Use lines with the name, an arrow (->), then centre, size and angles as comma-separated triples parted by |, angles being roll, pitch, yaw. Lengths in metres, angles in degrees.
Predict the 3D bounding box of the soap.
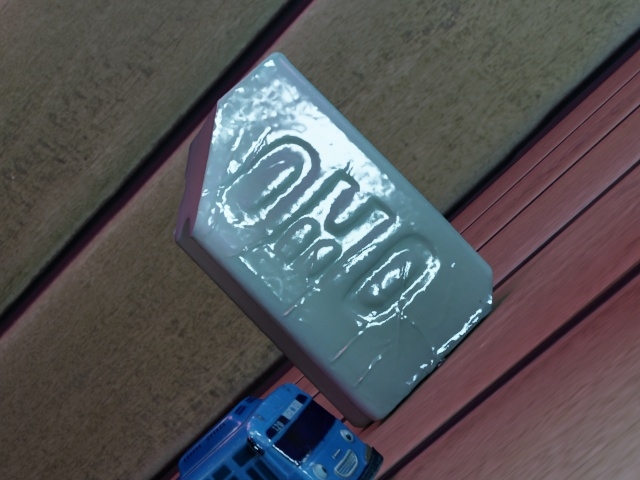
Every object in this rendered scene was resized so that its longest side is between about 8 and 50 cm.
soap -> 0.000, 0.000, 1.339 | 0.173, 0.289, 0.095 | -43, -2, -15

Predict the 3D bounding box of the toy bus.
toy bus -> -0.055, 0.181, 1.028 | 0.185, 0.106, 0.090 | -44, -2, 25
